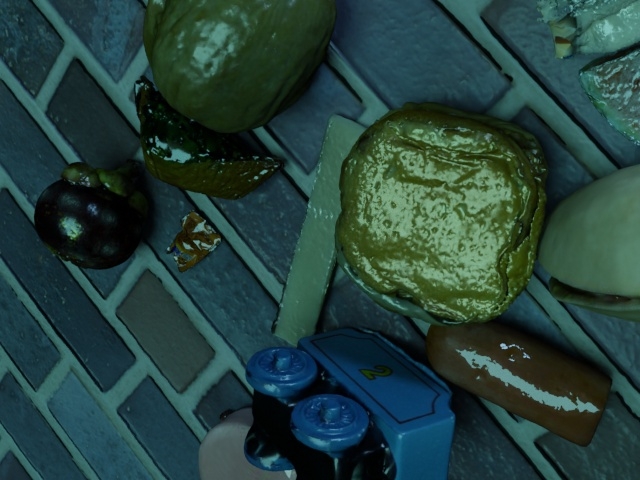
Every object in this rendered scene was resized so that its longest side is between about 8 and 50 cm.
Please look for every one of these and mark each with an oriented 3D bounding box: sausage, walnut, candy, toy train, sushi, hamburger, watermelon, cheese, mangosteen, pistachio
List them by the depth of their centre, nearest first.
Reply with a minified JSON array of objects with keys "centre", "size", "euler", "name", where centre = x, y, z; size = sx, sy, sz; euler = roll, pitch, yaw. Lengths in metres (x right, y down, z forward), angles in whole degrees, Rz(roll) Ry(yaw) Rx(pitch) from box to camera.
[{"centre":[0.385,0.012,0.897],"size":[0.318,0.214,0.193],"euler":[-13,111,59],"name":"pistachio"},{"centre":[0.411,-0.180,0.918],"size":[0.187,0.071,0.139],"euler":[44,115,22],"name":"watermelon"},{"centre":[0.163,-0.032,1.051],"size":[0.318,0.158,0.319],"euler":[9,108,29],"name":"hamburger"},{"centre":[0.270,0.182,1.084],"size":[0.259,0.113,0.114],"euler":[25,116,21],"name":"sausage"},{"centre":[-0.117,-0.291,1.100],"size":[0.282,0.227,0.283],"euler":[-2,121,-4],"name":"walnut"},{"centre":[0.036,0.260,1.136],"size":[0.300,0.265,0.188],"euler":[34,128,53],"name":"toy train"},{"centre":[0.002,0.000,1.235],"size":[0.085,0.034,0.400],"euler":[24,116,18],"name":"cheese"},{"centre":[-0.209,-0.157,1.241],"size":[0.287,0.149,0.140],"euler":[33,115,25],"name":"sushi"},{"centre":[-0.398,-0.057,1.384],"size":[0.192,0.192,0.217],"euler":[22,78,24],"name":"mangosteen"},{"centre":[-0.111,0.416,1.390],"size":[0.255,0.094,0.255],"euler":[10,110,28],"name":"candy"}]

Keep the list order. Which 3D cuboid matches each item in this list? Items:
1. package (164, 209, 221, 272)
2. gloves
[{"centre":[-0.233,0.005,1.375],"size":[0.110,0.033,0.077],"euler":[-43,72,28],"name":"package"},{"centre":[0.338,-0.275,0.909],"size":[0.153,0.070,0.114],"euler":[-7,145,30],"name":"gloves"}]
